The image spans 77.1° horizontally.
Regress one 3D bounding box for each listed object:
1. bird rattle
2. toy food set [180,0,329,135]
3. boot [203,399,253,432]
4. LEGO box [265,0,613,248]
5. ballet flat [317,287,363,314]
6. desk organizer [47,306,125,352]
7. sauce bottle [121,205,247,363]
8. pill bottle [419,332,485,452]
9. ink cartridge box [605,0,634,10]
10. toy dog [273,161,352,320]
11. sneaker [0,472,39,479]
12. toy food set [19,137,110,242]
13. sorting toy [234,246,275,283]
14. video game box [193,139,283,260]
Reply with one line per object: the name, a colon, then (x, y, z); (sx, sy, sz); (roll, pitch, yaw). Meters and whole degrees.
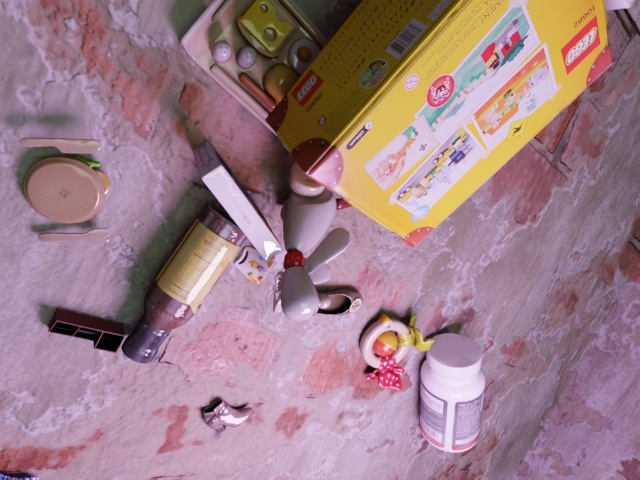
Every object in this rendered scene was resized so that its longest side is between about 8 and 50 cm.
bird rattle: (0.208, 0.328, 1.239); (0.206, 0.143, 0.253); (36, 103, -24)
toy food set: (-0.070, -0.342, 0.764); (0.306, 0.092, 0.220); (39, 87, -24)
boot: (-0.243, 0.447, 1.045); (0.118, 0.042, 0.087); (-27, 119, -19)
LEGO box: (0.215, -0.266, 0.712); (0.500, 0.193, 0.372); (-45, 139, 15)
ballet flat: (0.018, 0.168, 1.070); (0.249, 0.058, 0.084); (11, 105, -33)
desk organizer: (-0.463, 0.181, 0.800); (0.130, 0.050, 0.047); (26, 95, -35)
sauce bottle: (-0.287, 0.094, 0.835); (0.111, 0.111, 0.344); (35, 92, -35)
pill bottle: (0.447, 0.516, 1.371); (0.210, 0.210, 0.363); (-16, 117, -24)
ink cartridge box: (0.382, -0.580, 0.769); (0.285, 0.395, 0.166); (23, 97, -35)
toy dog: (0.000, 0.000, 0.836); (0.160, 0.220, 0.334); (6, 79, -11)
sneaker: (-0.636, 0.516, 0.829); (0.081, 0.080, 0.211); (-36, 133, -20)
toy food set: (-0.446, -0.090, 0.713); (0.132, 0.038, 0.192); (-2, 116, -22)
sorting toy: (-0.157, 0.054, 0.940); (0.075, 0.045, 0.083); (33, 91, -16)
video game box: (-0.163, -0.080, 0.784); (0.048, 0.187, 0.205); (-36, 123, -4)
